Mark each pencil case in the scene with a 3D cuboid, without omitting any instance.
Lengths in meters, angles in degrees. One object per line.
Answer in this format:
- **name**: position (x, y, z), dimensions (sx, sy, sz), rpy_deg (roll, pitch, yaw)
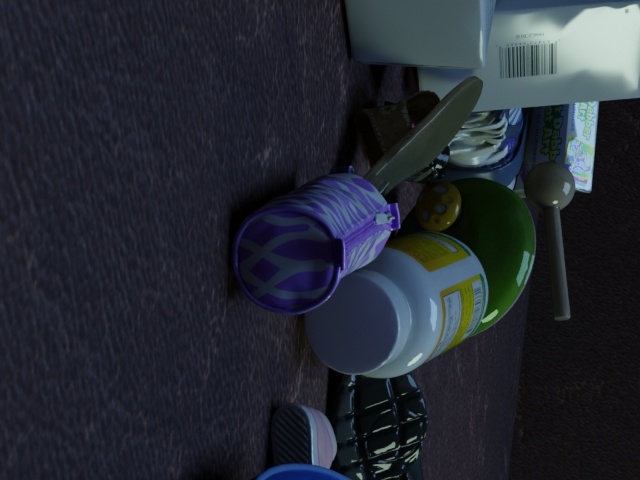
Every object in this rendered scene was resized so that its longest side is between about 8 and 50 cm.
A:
- **pencil case**: position (0.000, 0.000, 1.129), dimensions (0.206, 0.088, 0.086), rpy_deg (-37, 128, -72)

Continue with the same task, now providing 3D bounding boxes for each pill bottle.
- **pill bottle**: position (0.066, 0.059, 1.345), dimensions (0.208, 0.117, 0.118), rpy_deg (-17, 112, -66)

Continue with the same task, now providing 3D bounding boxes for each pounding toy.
- **pounding toy**: position (0.142, 0.001, 1.569), dimensions (0.110, 0.237, 0.183), rpy_deg (26, 63, -42)

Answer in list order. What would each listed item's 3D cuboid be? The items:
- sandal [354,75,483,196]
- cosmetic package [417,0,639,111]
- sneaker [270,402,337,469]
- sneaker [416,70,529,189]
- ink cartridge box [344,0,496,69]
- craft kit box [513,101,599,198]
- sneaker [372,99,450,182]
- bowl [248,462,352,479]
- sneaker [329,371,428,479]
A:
- **sandal**: position (0.059, -0.092, 1.398), dimensions (0.240, 0.079, 0.088), rpy_deg (-50, 162, -30)
- **cosmetic package**: position (0.203, -0.257, 1.524), dimensions (0.138, 0.224, 0.225), rpy_deg (80, 8, -50)
- **sneaker**: position (-0.013, 0.199, 1.224), dimensions (0.070, 0.051, 0.134), rpy_deg (14, 77, -72)
- **sneaker**: position (0.188, -0.115, 1.805), dimensions (0.323, 0.130, 0.236), rpy_deg (-56, 144, -75)
- **ink cartridge box**: position (0.106, -0.343, 1.369), dimensions (0.223, 0.129, 0.307), rpy_deg (78, 21, -52)
- **craft kit box**: position (0.272, -0.179, 1.992), dimensions (0.061, 0.246, 0.250), rpy_deg (10, 81, -32)
- **sneaker**: position (0.093, -0.098, 1.522), dimensions (0.170, 0.074, 0.063), rpy_deg (52, 44, -71)
- **bowl**: position (0.039, 0.337, 1.008), dimensions (0.391, 0.077, 0.391), rpy_deg (48, 20, -23)
- **sneaker**: position (0.053, 0.212, 1.486), dimensions (0.106, 0.101, 0.267), rpy_deg (-125, -157, -61)
